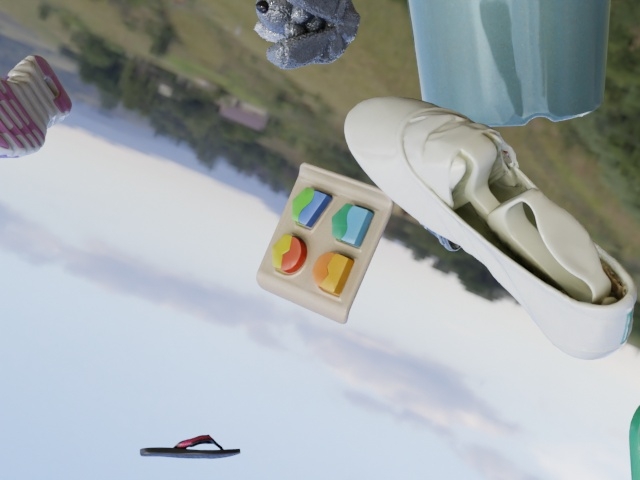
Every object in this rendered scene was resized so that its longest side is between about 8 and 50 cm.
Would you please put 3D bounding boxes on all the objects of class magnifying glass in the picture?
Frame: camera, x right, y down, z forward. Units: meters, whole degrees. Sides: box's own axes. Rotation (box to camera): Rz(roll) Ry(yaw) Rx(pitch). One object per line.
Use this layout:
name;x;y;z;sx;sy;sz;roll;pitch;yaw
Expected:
magnifying glass;0.373;0.281;1.443;0.092;0.231;0.026;32;157;-19

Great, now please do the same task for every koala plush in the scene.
koala plush;-0.054;-0.469;2.644;0.203;0.196;0.221;-5;-157;-39

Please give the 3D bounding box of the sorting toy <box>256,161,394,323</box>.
sorting toy;0.000;0.000;1.918;0.193;0.208;0.038;21;-178;39

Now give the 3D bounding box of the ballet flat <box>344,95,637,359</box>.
ballet flat;0.191;-0.043;1.373;0.400;0.139;0.139;46;-171;15

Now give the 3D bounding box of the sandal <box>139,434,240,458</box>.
sandal;-0.230;0.364;2.262;0.179;0.040;0.067;3;162;-5

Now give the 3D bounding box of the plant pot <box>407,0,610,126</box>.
plant pot;0.255;-0.342;1.744;0.341;0.334;0.341;-4;-163;1

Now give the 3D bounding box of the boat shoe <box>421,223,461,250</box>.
boat shoe;0.231;-0.088;2.112;0.119;0.121;0.335;49;168;18

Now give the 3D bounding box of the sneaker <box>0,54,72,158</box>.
sneaker;-0.361;-0.132;1.419;0.095;0.104;0.236;61;-166;-13

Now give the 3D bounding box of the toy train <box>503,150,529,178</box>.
toy train;0.315;-0.123;2.210;0.125;0.046;0.166;45;172;-8
